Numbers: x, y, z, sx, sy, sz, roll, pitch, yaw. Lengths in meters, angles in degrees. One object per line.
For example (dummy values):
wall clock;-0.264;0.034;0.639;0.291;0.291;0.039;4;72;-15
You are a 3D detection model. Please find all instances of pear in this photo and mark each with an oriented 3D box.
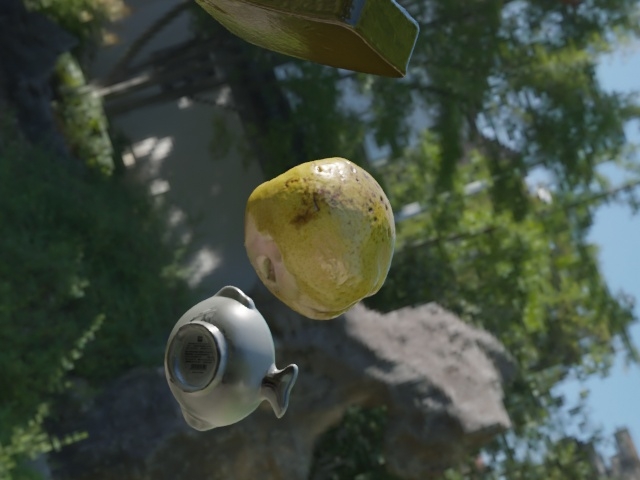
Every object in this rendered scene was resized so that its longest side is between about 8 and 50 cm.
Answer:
pear;0.000;0.000;1.414;0.178;0.178;0.178;161;-90;-85

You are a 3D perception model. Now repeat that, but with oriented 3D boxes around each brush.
brush;-0.018;-0.203;1.147;0.197;0.059;0.123;20;-9;31

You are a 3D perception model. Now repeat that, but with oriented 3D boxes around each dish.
dish;-0.156;0.181;1.943;0.078;0.246;0.224;13;95;-55
